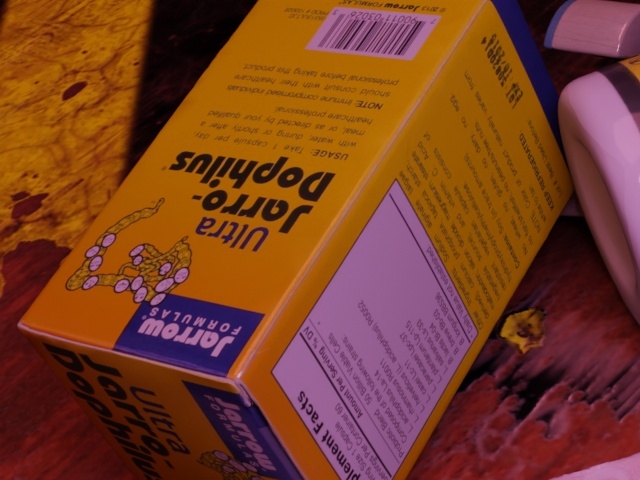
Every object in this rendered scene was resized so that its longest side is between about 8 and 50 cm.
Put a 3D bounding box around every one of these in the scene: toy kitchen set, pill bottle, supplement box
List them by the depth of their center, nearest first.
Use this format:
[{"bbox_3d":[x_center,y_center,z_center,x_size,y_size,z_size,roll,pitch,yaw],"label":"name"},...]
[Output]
[{"bbox_3d":[0.344,-0.075,1.218,0.333,0.188,0.188,-20,34,0],"label":"pill bottle"},{"bbox_3d":[0.000,0.000,1.241,0.195,0.194,0.356,10,54,38],"label":"supplement box"},{"bbox_3d":[0.228,-0.104,1.431,0.122,0.166,0.207,14,10,39],"label":"toy kitchen set"}]

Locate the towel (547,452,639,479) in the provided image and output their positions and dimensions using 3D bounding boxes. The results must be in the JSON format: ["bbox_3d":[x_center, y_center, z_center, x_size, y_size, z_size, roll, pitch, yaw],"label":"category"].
[{"bbox_3d":[0.114,0.260,0.998,0.316,0.053,0.332,-16,35,6],"label":"towel"}]
